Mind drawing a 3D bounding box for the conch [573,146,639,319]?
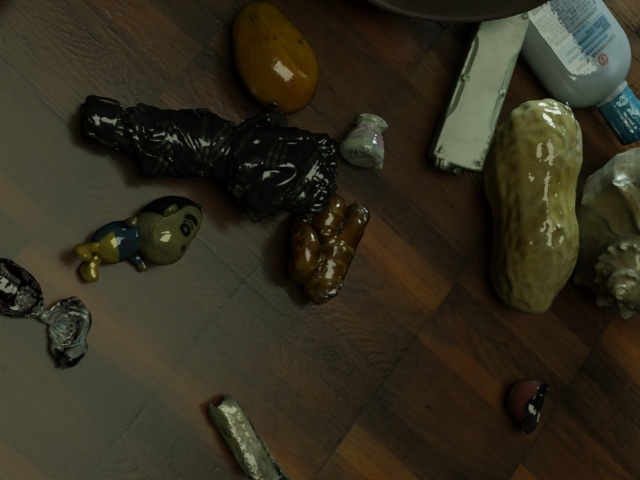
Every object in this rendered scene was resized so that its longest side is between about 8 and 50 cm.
[{"bbox_3d":[0.471,-0.043,1.629,0.186,0.263,0.324,18,47,-8],"label":"conch"}]

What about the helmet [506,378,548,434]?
[{"bbox_3d":[0.299,0.240,1.616,0.065,0.049,0.084,-11,118,-56],"label":"helmet"}]

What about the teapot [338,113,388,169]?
[{"bbox_3d":[0.068,-0.138,1.553,0.083,0.064,0.064,42,59,-48],"label":"teapot"}]

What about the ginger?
[{"bbox_3d":[0.000,0.000,1.501,0.103,0.073,0.162,39,65,-30],"label":"ginger"}]

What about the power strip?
[{"bbox_3d":[0.234,-0.231,1.601,0.080,0.048,0.286,18,91,-11],"label":"power strip"}]

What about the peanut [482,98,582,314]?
[{"bbox_3d":[0.309,-0.049,1.598,0.149,0.149,0.313,-1,88,-23],"label":"peanut"}]

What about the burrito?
[{"bbox_3d":[-0.097,0.270,1.446,0.055,0.041,0.149,-37,100,-35],"label":"burrito"}]

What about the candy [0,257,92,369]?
[{"bbox_3d":[-0.377,0.070,1.342,0.226,0.051,0.094,39,75,-15],"label":"candy"}]

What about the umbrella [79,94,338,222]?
[{"bbox_3d":[-0.144,-0.101,1.426,0.337,0.128,0.154,2,64,-16],"label":"umbrella"}]

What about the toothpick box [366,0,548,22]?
[{"bbox_3d":[0.187,-0.542,1.447,0.409,0.409,0.425,9,76,-22],"label":"toothpick box"}]

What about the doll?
[{"bbox_3d":[-0.224,-0.002,1.398,0.179,0.102,0.089,-33,59,-22],"label":"doll"}]

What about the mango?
[{"bbox_3d":[-0.066,-0.248,1.483,0.115,0.089,0.165,-34,94,-42],"label":"mango"}]

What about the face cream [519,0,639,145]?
[{"bbox_3d":[0.398,-0.295,1.691,0.163,0.080,0.336,-43,102,-16],"label":"face cream"}]
